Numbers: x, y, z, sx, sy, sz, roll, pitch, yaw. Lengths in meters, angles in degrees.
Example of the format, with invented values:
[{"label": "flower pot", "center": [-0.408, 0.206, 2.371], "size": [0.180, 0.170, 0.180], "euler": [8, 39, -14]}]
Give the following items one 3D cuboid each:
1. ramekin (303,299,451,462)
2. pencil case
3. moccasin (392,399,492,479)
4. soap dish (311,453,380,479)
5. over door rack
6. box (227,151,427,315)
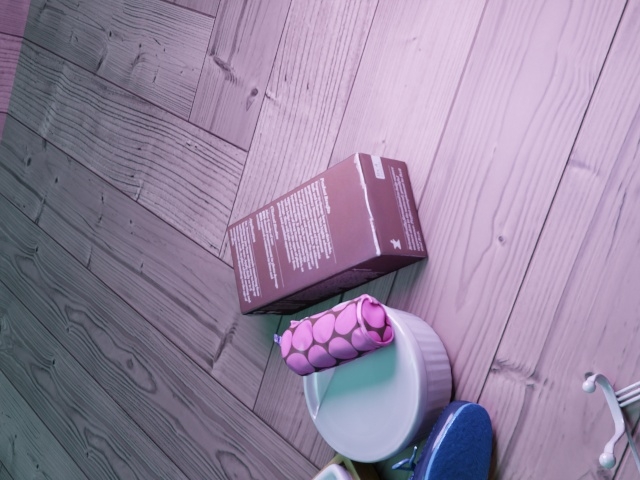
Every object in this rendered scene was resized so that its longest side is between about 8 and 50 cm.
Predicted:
[{"label": "ramekin", "center": [0.104, 0.237, 1.461], "size": [0.273, 0.127, 0.273], "euler": [-4, 84, 45]}, {"label": "pencil case", "center": [0.024, 0.154, 1.398], "size": [0.209, 0.095, 0.098], "euler": [-25, 53, 40]}, {"label": "moccasin", "center": [0.162, 0.410, 1.337], "size": [0.117, 0.137, 0.342], "euler": [-2, 60, 61]}, {"label": "soap dish", "center": [0.031, 0.547, 1.519], "size": [0.291, 0.118, 0.229], "euler": [-51, 53, 31]}, {"label": "over door rack", "center": [0.493, 0.280, 1.072], "size": [0.239, 0.108, 0.324], "euler": [-38, 61, 38]}, {"label": "box", "center": [0.000, 0.000, 1.581], "size": [0.381, 0.143, 0.191], "euler": [-26, 68, 44]}]
